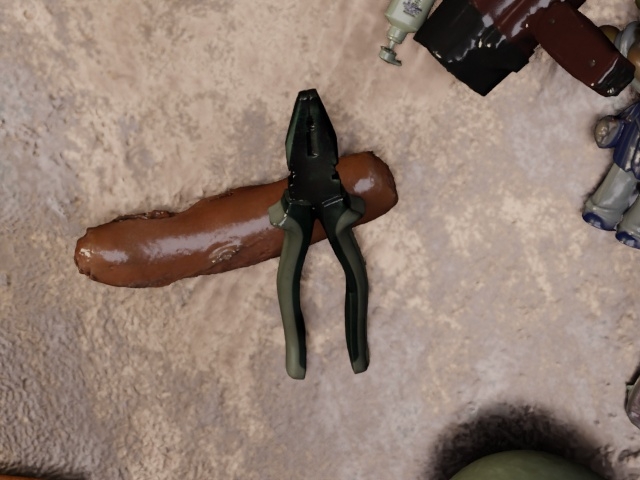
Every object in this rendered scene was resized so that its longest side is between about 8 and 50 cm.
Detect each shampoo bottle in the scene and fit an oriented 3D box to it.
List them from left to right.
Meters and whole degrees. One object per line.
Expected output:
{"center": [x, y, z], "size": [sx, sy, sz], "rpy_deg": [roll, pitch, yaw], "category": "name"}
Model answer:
{"center": [0.092, -0.241, 1.853], "size": [0.049, 0.034, 0.141], "rpy_deg": [24, 97, -7], "category": "shampoo bottle"}

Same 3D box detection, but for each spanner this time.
{"center": [0.000, 0.000, 1.815], "size": [0.096, 0.040, 0.324], "rpy_deg": [-8, 123, -4], "category": "spanner"}

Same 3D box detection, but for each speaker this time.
{"center": [0.264, -0.254, 1.755], "size": [0.259, 0.198, 0.329], "rpy_deg": [43, 102, 28], "category": "speaker"}

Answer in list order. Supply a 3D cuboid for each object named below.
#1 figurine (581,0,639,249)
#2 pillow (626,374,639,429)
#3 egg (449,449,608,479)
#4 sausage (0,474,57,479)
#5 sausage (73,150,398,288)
{"center": [0.351, -0.124, 1.807], "size": [0.194, 0.133, 0.274], "rpy_deg": [7, 97, 41], "category": "figurine"}
{"center": [0.426, 0.172, 1.879], "size": [0.233, 0.038, 0.130], "rpy_deg": [25, 107, -1], "category": "pillow"}
{"center": [0.225, 0.370, 1.804], "size": [0.259, 0.258, 0.352], "rpy_deg": [-17, 93, 5], "category": "egg"}
{"center": [-0.361, 0.270, 1.915], "size": [0.234, 0.071, 0.071], "rpy_deg": [5, 97, 3], "category": "sausage"}
{"center": [-0.083, -0.014, 1.862], "size": [0.327, 0.079, 0.087], "rpy_deg": [-16, 139, 1], "category": "sausage"}
